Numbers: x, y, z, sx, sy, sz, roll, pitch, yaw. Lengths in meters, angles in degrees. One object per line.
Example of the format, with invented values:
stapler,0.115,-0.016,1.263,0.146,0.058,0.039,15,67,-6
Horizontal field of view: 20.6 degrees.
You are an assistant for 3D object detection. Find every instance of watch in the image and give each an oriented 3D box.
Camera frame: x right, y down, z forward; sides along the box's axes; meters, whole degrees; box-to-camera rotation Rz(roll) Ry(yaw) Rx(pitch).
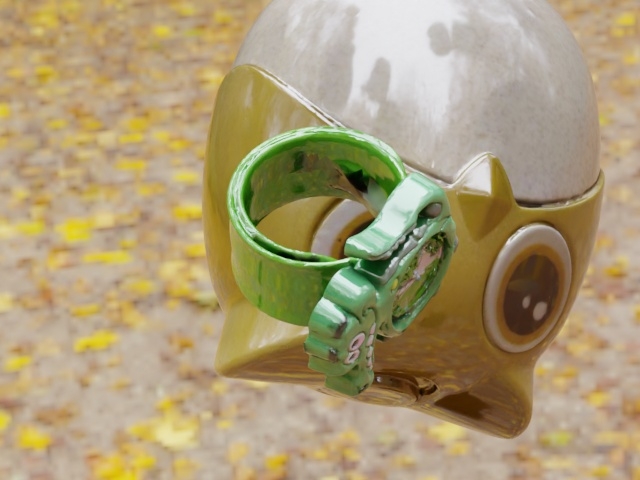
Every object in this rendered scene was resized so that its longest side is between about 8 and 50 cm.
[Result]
watch,0.000,0.000,1.194,0.152,0.131,0.165,31,58,22

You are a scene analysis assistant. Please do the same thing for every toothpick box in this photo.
toothpick box,0.083,-0.039,1.776,0.408,0.425,0.409,8,-16,2
